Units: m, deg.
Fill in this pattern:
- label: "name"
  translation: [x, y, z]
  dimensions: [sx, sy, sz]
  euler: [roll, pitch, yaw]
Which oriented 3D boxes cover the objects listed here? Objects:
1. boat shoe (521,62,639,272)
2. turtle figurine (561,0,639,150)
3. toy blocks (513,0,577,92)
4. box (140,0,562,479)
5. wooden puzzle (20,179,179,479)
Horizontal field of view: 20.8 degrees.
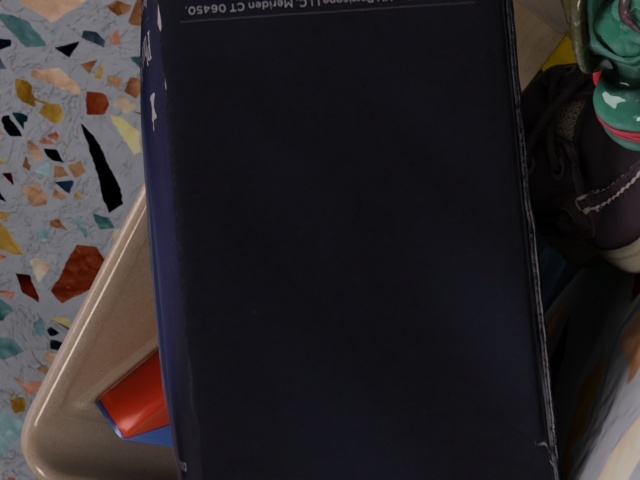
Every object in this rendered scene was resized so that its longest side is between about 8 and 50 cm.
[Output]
- label: "boat shoe"
  translation: [0.138, -0.045, 0.886]
  dimensions: [0.102, 0.092, 0.285]
  euler: [-63, 2, -5]
- label: "turtle figurine"
  translation: [0.138, -0.108, 0.628]
  dimensions: [0.175, 0.118, 0.234]
  euler: [-62, -27, -53]
- label: "toy blocks"
  translation: [0.178, -0.219, 1.368]
  dimensions: [0.261, 0.191, 0.381]
  euler: [-51, -3, -30]
- label: "box"
  translation: [0.000, 0.000, 0.930]
  dimensions: [0.296, 0.183, 0.294]
  euler: [131, 134, -82]
- label: "wooden puzzle"
  translation: [-0.003, 0.044, 1.217]
  dimensions: [0.080, 0.322, 0.347]
  euler: [40, 109, 48]
